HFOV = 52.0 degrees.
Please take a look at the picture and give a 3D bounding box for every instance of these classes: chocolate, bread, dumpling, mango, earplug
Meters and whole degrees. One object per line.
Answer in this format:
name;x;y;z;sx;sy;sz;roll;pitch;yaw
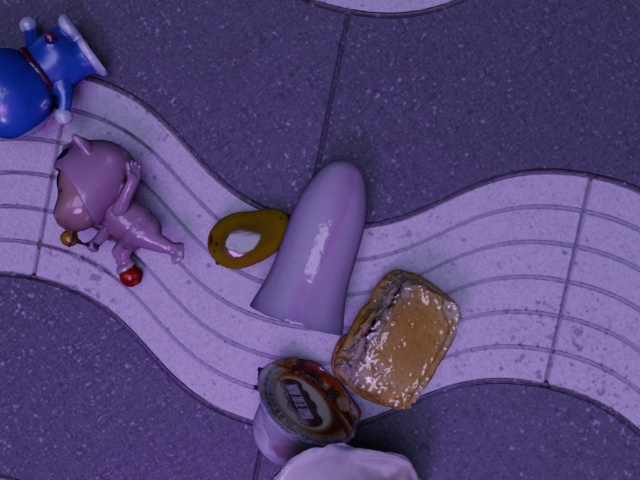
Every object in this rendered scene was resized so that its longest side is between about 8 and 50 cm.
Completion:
chocolate;-0.043;0.327;1.188;0.221;0.221;0.147;29;122;2
bread;0.144;0.177;1.169;0.174;0.121;0.245;33;79;-14
dumpling;0.050;0.454;1.131;0.260;0.181;0.341;-25;106;-7
mango;-0.130;-0.008;1.213;0.161;0.076;0.103;-22;84;-5
bread;0.073;0.224;1.230;0.110;0.024;0.110;0;87;-1
earplug;0.000;0.000;1.169;0.172;0.172;0.301;17;87;2

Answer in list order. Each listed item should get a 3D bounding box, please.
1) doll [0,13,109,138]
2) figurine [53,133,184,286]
doll;-0.526;-0.296;1.197;0.257;0.161;0.215;-34;76;-12
figurine;-0.382;-0.050;1.182;0.186;0.176;0.287;-38;105;-21
